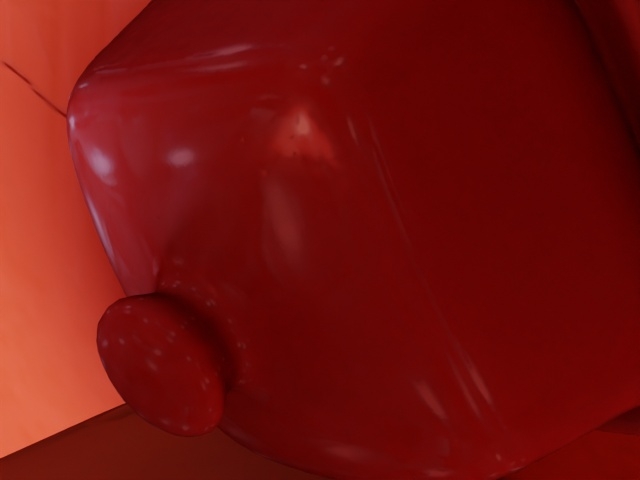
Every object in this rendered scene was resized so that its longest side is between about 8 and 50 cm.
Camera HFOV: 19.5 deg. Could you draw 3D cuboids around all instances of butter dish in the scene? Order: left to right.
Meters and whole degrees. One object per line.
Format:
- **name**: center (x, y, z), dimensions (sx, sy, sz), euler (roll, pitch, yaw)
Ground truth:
- **butter dish**: center (0.000, 0.000, 0.424), dimensions (0.160, 0.118, 0.160), euler (2, 123, 53)

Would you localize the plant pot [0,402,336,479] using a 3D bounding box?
- **plant pot**: center (-0.038, 0.172, 0.568), dimensions (0.291, 0.203, 0.291), euler (34, 144, 29)
